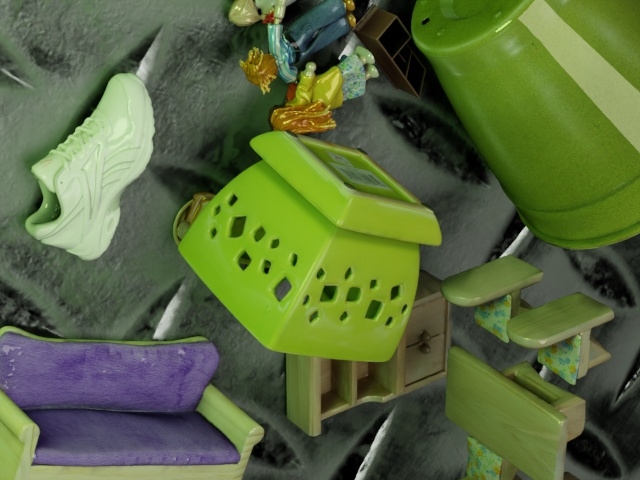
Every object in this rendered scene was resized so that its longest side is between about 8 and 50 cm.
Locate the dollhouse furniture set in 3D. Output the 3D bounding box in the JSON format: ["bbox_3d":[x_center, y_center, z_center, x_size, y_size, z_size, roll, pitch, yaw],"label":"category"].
[{"bbox_3d":[0.166,0.215,2.033,0.256,0.394,0.362,-19,123,-31],"label":"dollhouse furniture set"}]

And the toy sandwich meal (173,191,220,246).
[{"bbox_3d":[-0.150,-0.020,1.903,0.085,0.029,0.086,-19,123,-32],"label":"toy sandwich meal"}]

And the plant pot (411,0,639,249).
[{"bbox_3d":[0.316,-0.238,1.984,0.353,0.366,0.366,42,83,-32],"label":"plant pot"}]

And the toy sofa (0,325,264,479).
[{"bbox_3d":[-0.254,0.224,1.862,0.362,0.150,0.177,7,108,-41],"label":"toy sofa"}]

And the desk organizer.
[{"bbox_3d":[0.101,-0.249,1.976,0.047,0.050,0.130,-49,134,-8],"label":"desk organizer"}]

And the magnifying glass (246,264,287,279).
[{"bbox_3d":[-0.015,0.026,2.046,0.231,0.026,0.092,20,98,-42],"label":"magnifying glass"}]

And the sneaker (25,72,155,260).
[{"bbox_3d":[-0.273,-0.089,1.728,0.115,0.090,0.232,13,103,-39],"label":"sneaker"}]

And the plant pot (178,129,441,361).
[{"bbox_3d":[0.000,0.000,1.845,0.228,0.227,0.207,11,115,-46],"label":"plant pot"}]

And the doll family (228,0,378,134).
[{"bbox_3d":[-0.021,-0.223,1.841,0.163,0.118,0.263,-37,131,-19],"label":"doll family"}]
